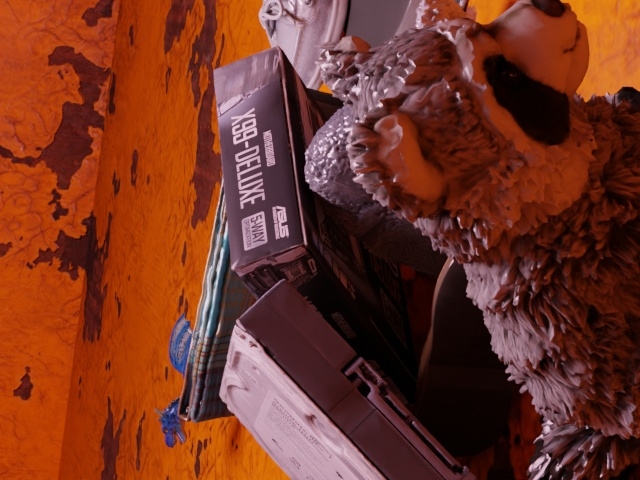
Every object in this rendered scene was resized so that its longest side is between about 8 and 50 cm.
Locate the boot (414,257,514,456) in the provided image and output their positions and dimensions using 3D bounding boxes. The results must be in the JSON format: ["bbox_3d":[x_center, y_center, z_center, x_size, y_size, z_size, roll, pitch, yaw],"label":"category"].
[{"bbox_3d":[0.141,0.040,1.238,0.115,0.112,0.305,-89,14,-50],"label":"boot"}]

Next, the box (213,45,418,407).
[{"bbox_3d":[0.000,0.000,1.422,0.307,0.077,0.242,54,-158,-49],"label":"box"}]

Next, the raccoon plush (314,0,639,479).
[{"bbox_3d":[0.120,0.058,0.969,0.216,0.299,0.446,-139,57,-68],"label":"raccoon plush"}]

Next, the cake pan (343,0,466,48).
[{"bbox_3d":[0.090,-0.313,1.568,0.293,0.054,0.293,-174,90,-72],"label":"cake pan"}]

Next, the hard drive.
[{"bbox_3d":[0.012,0.176,1.300,0.237,0.064,0.339,46,163,7],"label":"hard drive"}]

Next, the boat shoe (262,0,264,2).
[{"bbox_3d":[0.006,-0.370,1.749,0.095,0.112,0.335,-122,45,-69],"label":"boat shoe"}]

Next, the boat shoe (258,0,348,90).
[{"bbox_3d":[-0.031,-0.322,1.655,0.118,0.103,0.320,-149,62,-63],"label":"boat shoe"}]

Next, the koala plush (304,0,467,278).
[{"bbox_3d":[0.090,-0.110,1.326,0.196,0.203,0.221,116,165,-45],"label":"koala plush"}]

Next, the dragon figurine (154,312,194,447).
[{"bbox_3d":[-0.156,0.149,1.997,0.085,0.144,0.289,-144,57,-68],"label":"dragon figurine"}]

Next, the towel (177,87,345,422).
[{"bbox_3d":[-0.045,0.011,1.602,0.271,0.040,0.370,3,-81,-64],"label":"towel"}]
